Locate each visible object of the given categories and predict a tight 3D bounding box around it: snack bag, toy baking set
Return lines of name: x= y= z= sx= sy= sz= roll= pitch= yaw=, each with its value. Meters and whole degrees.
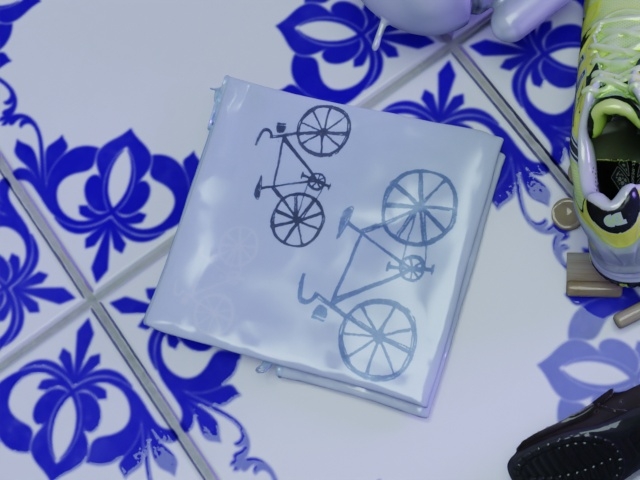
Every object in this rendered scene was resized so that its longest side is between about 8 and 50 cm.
snack bag: x=0.000 y=0.000 z=1.620 sx=0.342 sy=0.037 sz=0.323 roll=14 pitch=76 yaw=12
toy baking set: x=0.366 y=-0.026 z=1.573 sx=0.256 sy=0.030 sz=0.197 roll=-23 pitch=72 yaw=2

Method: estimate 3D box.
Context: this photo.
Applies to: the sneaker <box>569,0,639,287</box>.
sneaker: x=0.331 y=-0.150 z=1.535 sx=0.145 sy=0.147 sz=0.385 roll=-7 pitch=62 yaw=19

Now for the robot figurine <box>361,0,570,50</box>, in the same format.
robot figurine: x=0.162 y=-0.361 z=1.614 sx=0.353 sy=0.200 sz=0.300 roll=-37 pitch=78 yaw=-3

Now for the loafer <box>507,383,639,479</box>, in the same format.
loafer: x=0.295 y=0.198 z=1.504 sx=0.220 sy=0.078 sz=0.080 roll=-22 pitch=110 yaw=11
